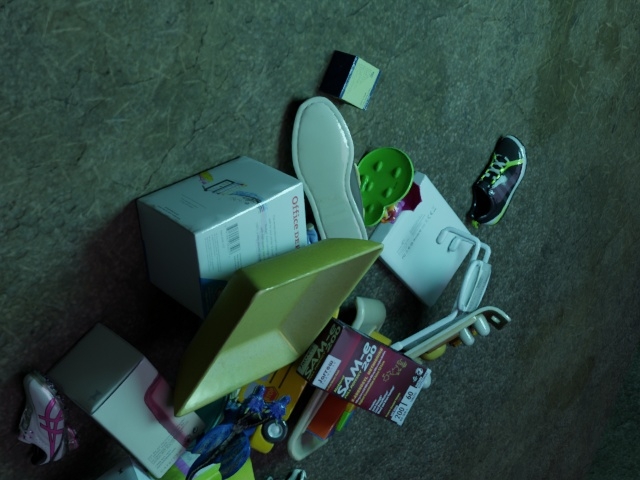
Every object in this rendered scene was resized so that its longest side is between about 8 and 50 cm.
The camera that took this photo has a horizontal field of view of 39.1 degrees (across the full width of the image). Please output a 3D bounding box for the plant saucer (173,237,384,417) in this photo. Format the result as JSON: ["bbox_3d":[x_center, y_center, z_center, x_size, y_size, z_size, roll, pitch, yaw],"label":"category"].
[{"bbox_3d":[-0.087,0.124,1.516,0.333,0.081,0.332,-19,152,-49],"label":"plant saucer"}]

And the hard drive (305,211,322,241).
[{"bbox_3d":[0.000,0.000,1.827,0.094,0.022,0.135,-34,132,-30],"label":"hard drive"}]

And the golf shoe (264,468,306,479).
[{"bbox_3d":[-0.127,0.579,1.970,0.273,0.105,0.120,-1,96,-53],"label":"golf shoe"}]

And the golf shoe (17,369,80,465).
[{"bbox_3d":[-0.455,0.295,1.469,0.086,0.067,0.186,-31,131,-30],"label":"golf shoe"}]

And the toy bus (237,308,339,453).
[{"bbox_3d":[-0.074,0.246,1.785,0.332,0.130,0.108,-62,-176,-1],"label":"toy bus"}]

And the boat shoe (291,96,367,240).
[{"bbox_3d":[0.019,-0.123,1.718,0.117,0.096,0.324,-14,111,5],"label":"boat shoe"}]

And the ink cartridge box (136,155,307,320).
[{"bbox_3d":[-0.161,-0.013,1.534,0.233,0.168,0.171,-27,129,-35],"label":"ink cartridge box"}]

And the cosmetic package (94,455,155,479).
[{"bbox_3d":[-0.400,0.585,1.569,0.377,0.097,0.284,-36,127,-4],"label":"cosmetic package"}]

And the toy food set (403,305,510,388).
[{"bbox_3d":[0.295,0.263,2.093,0.306,0.092,0.220,-30,168,0],"label":"toy food set"}]

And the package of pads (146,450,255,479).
[{"bbox_3d":[-0.263,0.525,1.761,0.297,0.101,0.229,-29,130,-28],"label":"package of pads"}]

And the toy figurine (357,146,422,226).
[{"bbox_3d":[0.150,-0.086,1.870,0.159,0.130,0.173,33,79,-59],"label":"toy figurine"}]

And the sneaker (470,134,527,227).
[{"bbox_3d":[0.420,-0.137,2.152,0.097,0.084,0.234,-3,113,-45],"label":"sneaker"}]

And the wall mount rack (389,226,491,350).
[{"bbox_3d":[0.277,0.130,2.005,0.304,0.131,0.350,-69,163,1],"label":"wall mount rack"}]

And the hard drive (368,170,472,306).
[{"bbox_3d":[0.237,0.004,2.067,0.203,0.040,0.307,-56,140,-8],"label":"hard drive"}]

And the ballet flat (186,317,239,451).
[{"bbox_3d":[-0.188,0.235,1.694,0.123,0.123,0.348,-3,113,-46],"label":"ballet flat"}]

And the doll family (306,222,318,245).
[{"bbox_3d":[-0.067,0.043,1.706,0.076,0.193,0.111,-79,151,-62],"label":"doll family"}]

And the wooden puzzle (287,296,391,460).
[{"bbox_3d":[0.060,0.294,1.911,0.347,0.081,0.322,-66,167,1],"label":"wooden puzzle"}]

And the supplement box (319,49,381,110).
[{"bbox_3d":[0.057,-0.301,1.696,0.083,0.056,0.083,17,98,-49],"label":"supplement box"}]

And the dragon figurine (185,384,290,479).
[{"bbox_3d":[-0.170,0.358,1.578,0.085,0.144,0.289,42,89,-6],"label":"dragon figurine"}]

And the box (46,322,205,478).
[{"bbox_3d":[-0.326,0.274,1.532,0.127,0.149,0.232,-48,138,-19],"label":"box"}]

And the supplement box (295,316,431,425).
[{"bbox_3d":[0.086,0.253,1.743,0.239,0.073,0.130,29,90,-30],"label":"supplement box"}]
